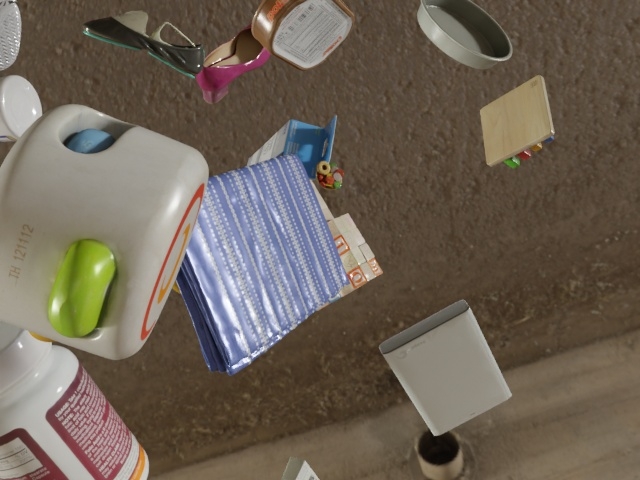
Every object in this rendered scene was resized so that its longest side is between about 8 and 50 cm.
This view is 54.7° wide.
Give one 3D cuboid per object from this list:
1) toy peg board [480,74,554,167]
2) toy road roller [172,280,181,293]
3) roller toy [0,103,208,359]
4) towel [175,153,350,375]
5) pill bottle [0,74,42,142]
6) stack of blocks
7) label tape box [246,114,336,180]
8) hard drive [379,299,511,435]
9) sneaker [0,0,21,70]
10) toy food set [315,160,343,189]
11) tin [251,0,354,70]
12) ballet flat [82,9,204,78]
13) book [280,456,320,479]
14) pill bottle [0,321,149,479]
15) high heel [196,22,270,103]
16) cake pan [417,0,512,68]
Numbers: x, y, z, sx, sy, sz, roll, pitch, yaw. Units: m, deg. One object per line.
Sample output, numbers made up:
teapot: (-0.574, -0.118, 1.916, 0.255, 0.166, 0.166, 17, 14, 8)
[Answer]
toy peg board: (0.455, -0.254, 1.389, 0.079, 0.161, 0.160, 23, 145, -35)
toy road roller: (-0.402, 0.004, 1.676, 0.202, 0.240, 0.329, -46, 128, 10)
roller toy: (-0.193, -0.008, 0.526, 0.146, 0.191, 0.209, 21, 159, -6)
towel: (-0.085, 0.015, 0.883, 0.040, 0.336, 0.243, -17, 97, 33)
pill bottle: (-0.599, -0.223, 1.077, 0.187, 0.112, 0.112, -2, 135, 10)
stack of blocks: (0.000, 0.000, 1.533, 0.171, 0.297, 0.087, -34, 173, 32)
label tape box: (-0.107, -0.244, 1.933, 0.115, 0.249, 0.348, 31, 133, -24)
hard drive: (0.280, 0.287, 1.351, 0.203, 0.040, 0.307, -29, 123, 4)
sneaker: (-0.701, -0.506, 1.189, 0.137, 0.210, 0.366, -29, 115, -27)
toy food set: (0.026, -0.182, 1.744, 0.082, 0.083, 0.020, 9, 161, -20)
tin: (-0.017, -0.267, 0.771, 0.106, 0.040, 0.190, -38, 171, 18)
ballet flat: (-0.393, -0.466, 1.417, 0.280, 0.095, 0.096, 15, 106, -36)
book: (-0.027, 0.382, 0.867, 0.035, 0.096, 0.144, 6, 138, 29)
pill bottle: (-0.503, 0.336, 1.128, 0.224, 0.224, 0.392, -21, 116, 5)
high heel: (-0.246, -0.598, 1.922, 0.127, 0.377, 0.181, 29, 161, 5)
cake pan: (0.381, -0.566, 1.664, 0.293, 0.293, 0.054, 12, 139, -24)
